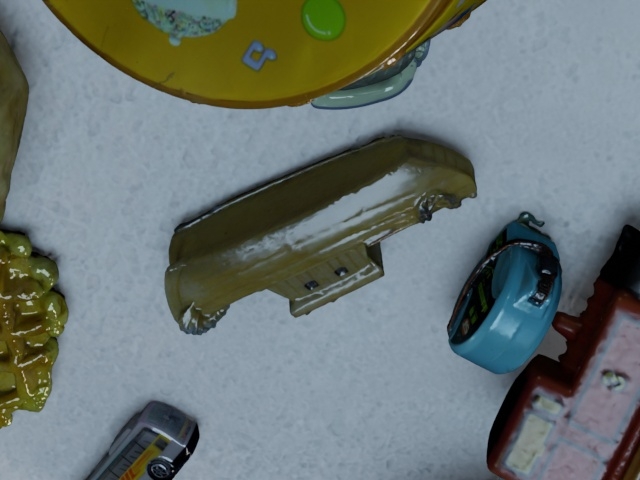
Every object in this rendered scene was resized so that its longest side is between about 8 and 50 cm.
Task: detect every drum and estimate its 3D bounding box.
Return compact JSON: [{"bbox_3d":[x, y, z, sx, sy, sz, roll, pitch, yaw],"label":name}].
[{"bbox_3d":[-0.031,-0.318,1.247,0.431,0.214,0.431,10,113,23],"label":"drum"}]

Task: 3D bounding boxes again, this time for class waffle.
[{"bbox_3d":[-0.399,0.082,1.674,0.282,0.058,0.300,14,120,-4],"label":"waffle"}]

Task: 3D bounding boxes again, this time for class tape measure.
[{"bbox_3d":[0.176,0.060,1.595,0.081,0.125,0.146,26,118,-14],"label":"tape measure"}]

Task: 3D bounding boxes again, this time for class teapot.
[{"bbox_3d":[0.045,-0.172,1.477,0.108,0.111,0.149,-3,116,-12],"label":"teapot"}]

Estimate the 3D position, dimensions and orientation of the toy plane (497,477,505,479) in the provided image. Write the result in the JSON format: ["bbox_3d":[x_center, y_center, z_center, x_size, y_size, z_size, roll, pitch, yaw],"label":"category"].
[{"bbox_3d":[0.248,0.231,1.728,0.171,0.065,0.162,-23,117,17],"label":"toy plane"}]

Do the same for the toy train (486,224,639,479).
[{"bbox_3d":[0.303,0.153,1.577,0.232,0.163,0.369,25,100,4],"label":"toy train"}]

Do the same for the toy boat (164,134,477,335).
[{"bbox_3d":[0.000,0.000,1.591,0.321,0.089,0.121,-24,123,14],"label":"toy boat"}]

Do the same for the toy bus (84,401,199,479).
[{"bbox_3d":[-0.199,0.244,1.762,0.072,0.057,0.172,36,116,-7],"label":"toy bus"}]

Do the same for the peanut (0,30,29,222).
[{"bbox_3d":[-0.357,-0.155,1.466,0.192,0.169,0.387,-14,119,-18],"label":"peanut"}]
